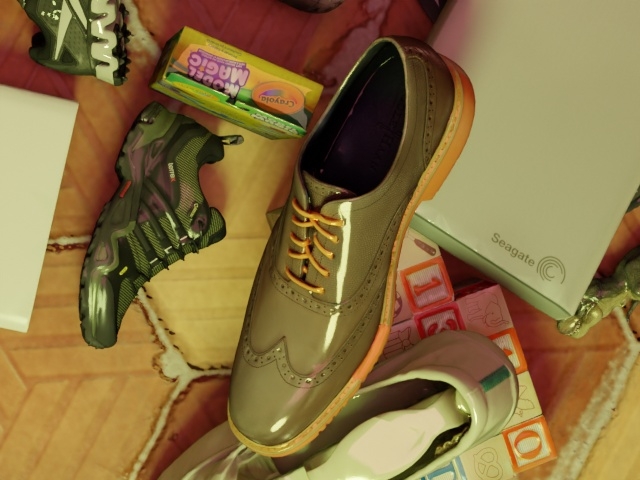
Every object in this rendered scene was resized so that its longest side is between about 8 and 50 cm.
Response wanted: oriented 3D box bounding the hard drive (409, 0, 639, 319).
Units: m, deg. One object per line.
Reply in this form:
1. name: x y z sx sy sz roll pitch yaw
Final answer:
1. hard drive: 0.204 -0.140 1.590 0.233 0.047 0.353 32 75 -12

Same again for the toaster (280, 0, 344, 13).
1. toaster: -0.023 -0.299 1.564 0.146 0.129 0.227 27 84 -12

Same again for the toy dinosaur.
1. toy dinosaur: 0.354 0.028 1.675 0.268 0.064 0.118 -38 91 -10

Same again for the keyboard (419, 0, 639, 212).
1. keyboard: 0.241 -0.184 1.663 0.201 0.033 0.317 -38 98 -7

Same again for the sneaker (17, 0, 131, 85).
1. sneaker: -0.220 -0.240 1.523 0.106 0.078 0.234 3 125 1

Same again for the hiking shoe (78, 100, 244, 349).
1. hiking shoe: -0.143 -0.004 1.574 0.114 0.086 0.227 18 88 -6

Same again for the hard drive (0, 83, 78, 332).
1. hard drive: -0.391 -0.056 1.548 0.318 0.040 0.210 13 93 -10

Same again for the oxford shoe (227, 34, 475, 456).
1. oxford shoe: 0.000 0.000 1.435 0.130 0.132 0.364 21 89 25

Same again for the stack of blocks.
1. stack of blocks: 0.082 0.085 1.614 0.171 0.087 0.297 -21 95 -9

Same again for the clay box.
1. clay box: -0.074 -0.132 1.513 0.127 0.222 0.053 22 88 -10

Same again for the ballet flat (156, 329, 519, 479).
1. ballet flat: -0.016 0.199 1.512 0.400 0.139 0.139 -30 97 16
